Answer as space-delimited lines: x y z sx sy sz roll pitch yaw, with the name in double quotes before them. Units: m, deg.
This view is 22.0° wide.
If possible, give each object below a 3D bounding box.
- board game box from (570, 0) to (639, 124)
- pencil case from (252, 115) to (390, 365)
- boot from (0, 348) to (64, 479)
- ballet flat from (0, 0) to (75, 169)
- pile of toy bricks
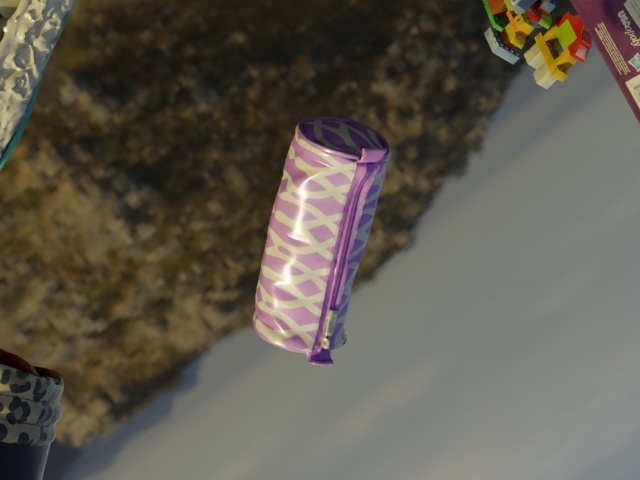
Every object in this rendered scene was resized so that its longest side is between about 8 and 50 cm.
"board game box" 0.226 -0.269 1.119 0.208 0.346 0.056 -29 179 44
"pencil case" 0.000 0.000 1.361 0.086 0.088 0.206 -1 118 -24
"boot" -0.178 0.145 0.848 0.236 0.085 0.178 118 -10 -85
"ballet flat" -0.341 -0.242 1.753 0.408 0.147 0.147 -60 175 10
"pile of toy bricks" 0.209 -0.269 1.681 0.105 0.118 0.212 -44 -139 27
